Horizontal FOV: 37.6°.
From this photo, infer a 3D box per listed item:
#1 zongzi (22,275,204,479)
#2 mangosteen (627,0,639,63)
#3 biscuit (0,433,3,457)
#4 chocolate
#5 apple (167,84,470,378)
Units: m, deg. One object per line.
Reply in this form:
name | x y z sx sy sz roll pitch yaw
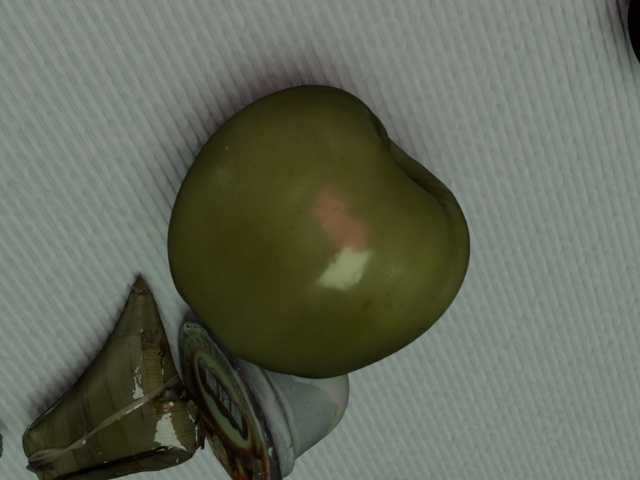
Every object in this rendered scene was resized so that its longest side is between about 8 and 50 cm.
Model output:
zongzi | -0.229 0.151 0.976 0.195 0.099 0.197 -17 96 8
mangosteen | 0.386 -0.217 0.878 0.200 0.200 0.199 -6 120 -11
biscuit | -0.462 0.184 0.946 0.150 0.052 0.252 -40 119 14
chocolate | -0.045 0.161 0.980 0.147 0.221 0.221 -16 123 -26
apple | 0.000 0.000 0.845 0.263 0.262 0.262 -6 120 -11
